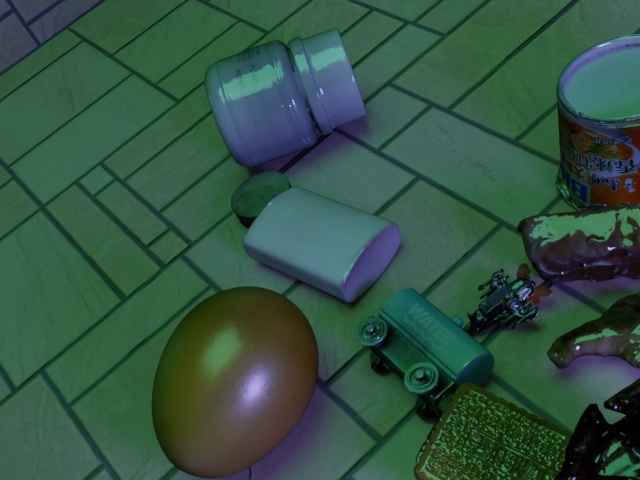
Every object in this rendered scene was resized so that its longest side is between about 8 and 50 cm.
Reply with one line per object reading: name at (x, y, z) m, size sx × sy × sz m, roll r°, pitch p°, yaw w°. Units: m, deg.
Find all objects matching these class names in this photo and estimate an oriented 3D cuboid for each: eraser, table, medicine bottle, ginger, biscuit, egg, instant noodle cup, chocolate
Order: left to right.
egg at (-0.140, 0.227, 1.390) m, size 0.250 × 0.250 × 0.322 m, roll 12°, pitch 65°, yaw 34°
table at (-0.121, -0.086, 1.821) m, size 0.133 × 0.043 × 0.133 m, roll -14°, pitch 45°, yaw 14°
medicine bottle at (-0.073, -0.314, 1.865) m, size 0.306 × 0.245 × 0.245 m, roll -19°, pitch 44°, yaw 6°
eraser at (0.000, 0.000, 1.646) m, size 0.270 × 0.095 × 0.174 m, roll 22°, pitch 62°, yaw 39°
biscuit at (0.273, 0.317, 1.209) m, size 0.254 × 0.029 × 0.172 m, roll 25°, pitch 63°, yaw 20°
chocolate at (0.432, 0.012, 1.386) m, size 0.214 × 0.148 × 0.093 m, roll -9°, pitch 63°, yaw 23°
instant noodle cup at (0.542, -0.204, 1.484) m, size 0.296 × 0.214 × 0.296 m, roll -14°, pitch 44°, yaw 14°
ginger at (0.520, 0.143, 1.275) m, size 0.333 × 0.080 × 0.166 m, roll -3°, pitch 34°, yaw 33°

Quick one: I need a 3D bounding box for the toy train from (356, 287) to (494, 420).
toy train at (0.168, 0.177, 1.391) m, size 0.159 × 0.101 × 0.248 m, roll -39°, pitch 44°, yaw -8°

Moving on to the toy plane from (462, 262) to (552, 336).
toy plane at (0.284, 0.115, 1.422) m, size 0.189 × 0.061 × 0.130 m, roll -31°, pitch 44°, yaw -4°

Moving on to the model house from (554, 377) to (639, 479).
model house at (0.388, 0.352, 0.985) m, size 0.282 × 0.317 × 0.297 m, roll -27°, pitch 35°, yaw -5°
